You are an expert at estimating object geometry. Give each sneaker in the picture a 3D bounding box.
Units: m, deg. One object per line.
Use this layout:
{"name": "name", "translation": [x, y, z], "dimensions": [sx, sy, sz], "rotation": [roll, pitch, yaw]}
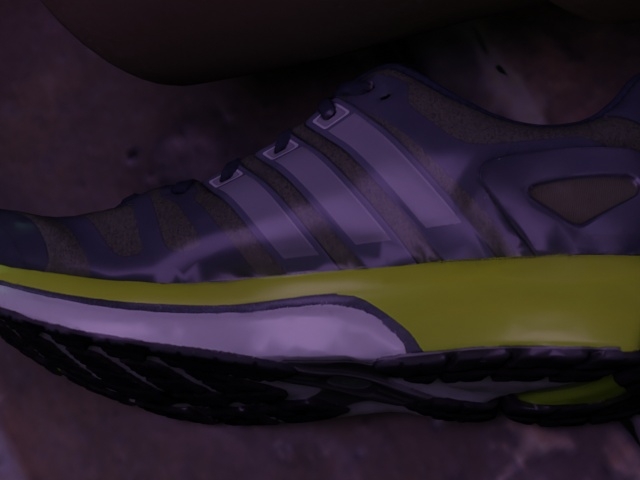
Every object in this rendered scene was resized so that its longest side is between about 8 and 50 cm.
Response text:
{"name": "sneaker", "translation": [0.000, 0.000, 0.722], "dimensions": [0.300, 0.111, 0.121], "rotation": [1, 69, 13]}

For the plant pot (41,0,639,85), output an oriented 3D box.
{"name": "plant pot", "translation": [0.006, -0.166, 0.693], "dimensions": [0.229, 0.263, 0.263], "rotation": [-27, 70, 31]}
